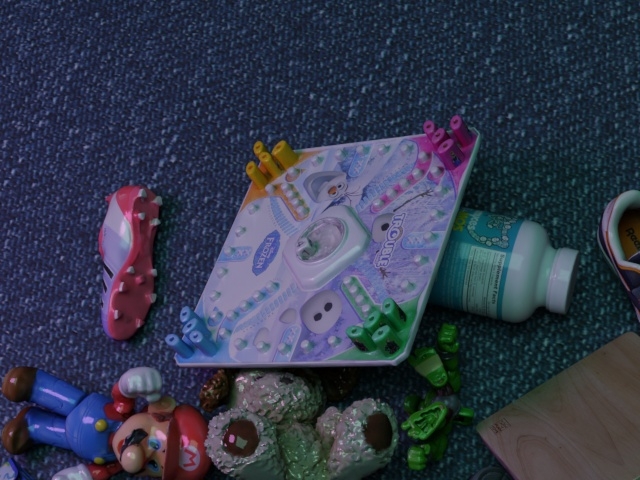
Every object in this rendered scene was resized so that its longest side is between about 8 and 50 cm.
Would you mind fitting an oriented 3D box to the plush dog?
[{"bbox_3d":[-0.046,0.257,1.926,0.262,0.210,0.225,-2,46,-15],"label":"plush dog"}]

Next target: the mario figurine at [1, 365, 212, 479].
[{"bbox_3d":[-0.302,0.269,1.940,0.320,0.198,0.170,10,56,19],"label":"mario figurine"}]

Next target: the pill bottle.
[{"bbox_3d":[0.224,0.031,1.973,0.264,0.146,0.146,12,69,15],"label":"pill bottle"}]

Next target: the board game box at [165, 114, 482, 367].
[{"bbox_3d":[0.000,0.000,1.956,0.390,0.050,0.390,-5,50,36],"label":"board game box"}]

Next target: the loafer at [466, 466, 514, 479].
[{"bbox_3d":[0.224,0.435,1.839,0.096,0.084,0.267,8,68,-20],"label":"loafer"}]

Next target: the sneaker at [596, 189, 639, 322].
[{"bbox_3d":[0.487,0.070,1.921,0.126,0.127,0.321,-33,66,-7],"label":"sneaker"}]

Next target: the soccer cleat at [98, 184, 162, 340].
[{"bbox_3d":[-0.298,0.035,2.115,0.095,0.083,0.248,-10,66,39],"label":"soccer cleat"}]

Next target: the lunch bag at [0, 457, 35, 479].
[{"bbox_3d":[-0.437,0.393,1.963,0.129,0.096,0.151,-45,53,-8],"label":"lunch bag"}]

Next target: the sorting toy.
[{"bbox_3d":[0.372,0.264,1.811,0.255,0.089,0.257,-31,27,-5],"label":"sorting toy"}]

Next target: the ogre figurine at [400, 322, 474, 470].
[{"bbox_3d":[0.158,0.226,1.912,0.097,0.118,0.197,-10,63,10],"label":"ogre figurine"}]
